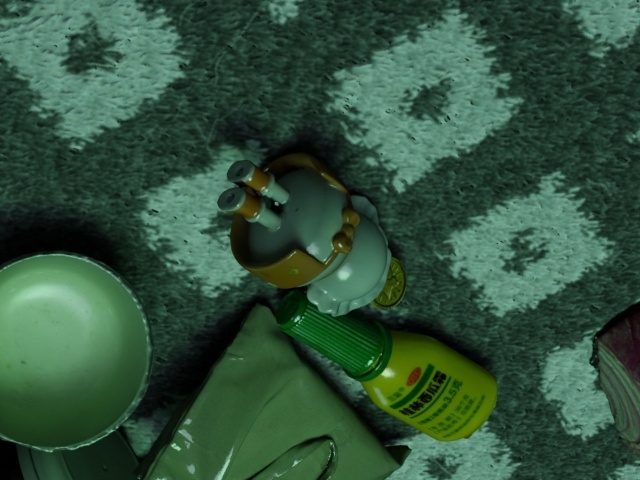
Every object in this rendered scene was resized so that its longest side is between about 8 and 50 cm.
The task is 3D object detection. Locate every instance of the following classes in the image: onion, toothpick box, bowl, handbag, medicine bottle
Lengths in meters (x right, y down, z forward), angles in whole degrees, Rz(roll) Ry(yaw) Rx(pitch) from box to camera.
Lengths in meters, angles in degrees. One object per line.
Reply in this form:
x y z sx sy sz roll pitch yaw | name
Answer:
0.477 0.177 1.692 0.248 0.111 0.250 -22 126 7 | onion
-0.367 0.335 1.584 0.316 0.229 0.229 -32 126 14 | toothpick box
-0.288 0.110 1.457 0.212 0.112 0.211 -1 95 -15 | bowl
-0.056 0.260 1.608 0.253 0.109 0.316 -48 127 -8 | handbag
0.076 0.142 1.604 0.309 0.076 0.111 32 107 -28 | medicine bottle

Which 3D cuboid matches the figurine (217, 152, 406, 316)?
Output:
0.004 -0.001 1.449 0.271 0.143 0.143 28 117 -26 | figurine
